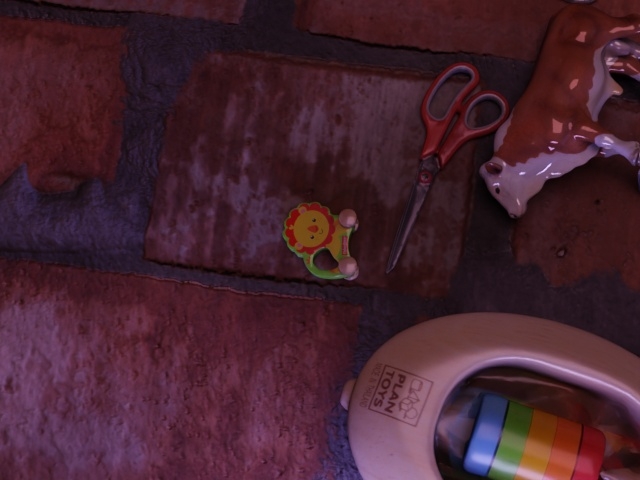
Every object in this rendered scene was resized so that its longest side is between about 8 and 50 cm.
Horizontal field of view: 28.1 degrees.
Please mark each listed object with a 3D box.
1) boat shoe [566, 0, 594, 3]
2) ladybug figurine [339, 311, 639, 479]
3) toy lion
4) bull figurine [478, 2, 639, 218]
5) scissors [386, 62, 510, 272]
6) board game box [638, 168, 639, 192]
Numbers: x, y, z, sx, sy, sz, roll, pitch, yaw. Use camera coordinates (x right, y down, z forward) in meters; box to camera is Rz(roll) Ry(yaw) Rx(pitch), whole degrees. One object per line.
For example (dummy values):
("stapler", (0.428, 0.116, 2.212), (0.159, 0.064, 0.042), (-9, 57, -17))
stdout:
("boat shoe", (0.326, -0.345, 1.708), (0.100, 0.035, 0.035), (20, 75, 7))
("ladybug figurine", (0.238, 0.248, 1.472), (0.449, 0.162, 0.305), (22, 76, 6))
("toy lion", (0.000, 0.000, 1.618), (0.096, 0.034, 0.100), (-2, 74, 7))
("bull figurine", (0.323, -0.166, 1.612), (0.188, 0.101, 0.310), (15, 71, 18))
("scissors", (0.134, -0.100, 1.652), (0.109, 0.021, 0.297), (36, 78, 8))
("board game box", (0.616, -0.119, 1.584), (0.318, 0.066, 0.318), (33, 77, 25))
